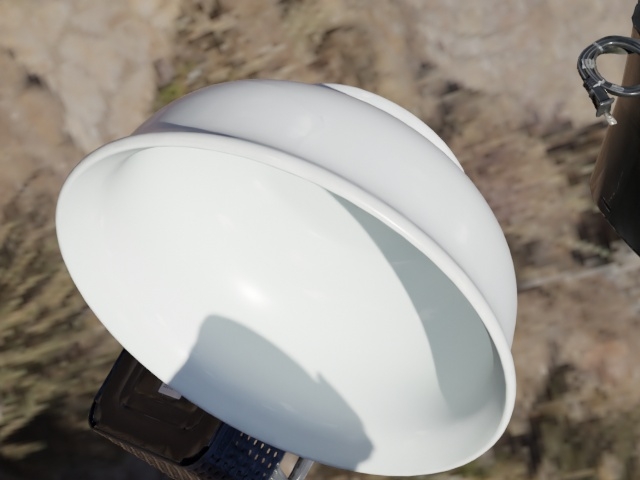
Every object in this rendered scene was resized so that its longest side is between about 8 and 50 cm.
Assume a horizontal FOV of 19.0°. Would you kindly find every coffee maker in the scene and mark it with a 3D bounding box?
[{"bbox_3d":[0.211,-0.069,1.092,0.171,0.178,0.120,-6,54,-8],"label":"coffee maker"}]

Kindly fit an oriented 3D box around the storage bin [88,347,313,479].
[{"bbox_3d":[-0.076,0.116,1.391,0.084,0.180,0.122,37,76,-30],"label":"storage bin"}]

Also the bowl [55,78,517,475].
[{"bbox_3d":[0.000,0.000,1.151,0.298,0.298,0.134,48,53,-26],"label":"bowl"}]
